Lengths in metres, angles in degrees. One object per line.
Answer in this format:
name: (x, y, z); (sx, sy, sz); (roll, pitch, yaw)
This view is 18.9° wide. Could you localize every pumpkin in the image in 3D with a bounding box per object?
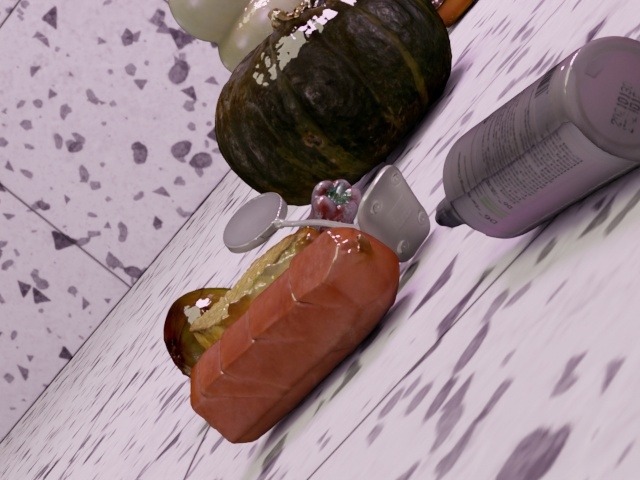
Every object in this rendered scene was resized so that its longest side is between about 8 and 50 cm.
pumpkin: (0.008, -0.132, 1.619); (0.224, 0.157, 0.223); (-39, 8, 6)

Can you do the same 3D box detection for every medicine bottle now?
medicine bottle: (0.094, -0.035, 0.885); (0.057, 0.057, 0.199); (-54, 6, -24)

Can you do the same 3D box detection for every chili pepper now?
chili pepper: (0.001, 0.001, 1.433); (0.050, 0.041, 0.153); (-31, -23, -35)

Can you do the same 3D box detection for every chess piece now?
chess piece: (-0.043, -0.210, 1.983); (0.144, 0.251, 0.144); (-50, 5, 7)

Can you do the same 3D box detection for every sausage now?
sausage: (-0.009, 0.048, 1.114); (0.169, 0.065, 0.065); (-46, 8, 35)

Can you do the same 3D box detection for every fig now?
fig: (-0.070, 0.066, 1.452); (0.098, 0.082, 0.084); (-24, -32, -27)

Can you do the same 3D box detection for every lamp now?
lamp: (-0.008, -0.019, 1.222); (0.198, 0.056, 0.050); (2, 51, 53)

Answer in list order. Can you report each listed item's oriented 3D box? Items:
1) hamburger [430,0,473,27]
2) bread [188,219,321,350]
hamburger: (0.133, -0.290, 1.944); (0.137, 0.087, 0.166); (-49, 6, 12)
bread: (-0.031, 0.045, 1.321); (0.103, 0.065, 0.187); (-47, 7, -11)
